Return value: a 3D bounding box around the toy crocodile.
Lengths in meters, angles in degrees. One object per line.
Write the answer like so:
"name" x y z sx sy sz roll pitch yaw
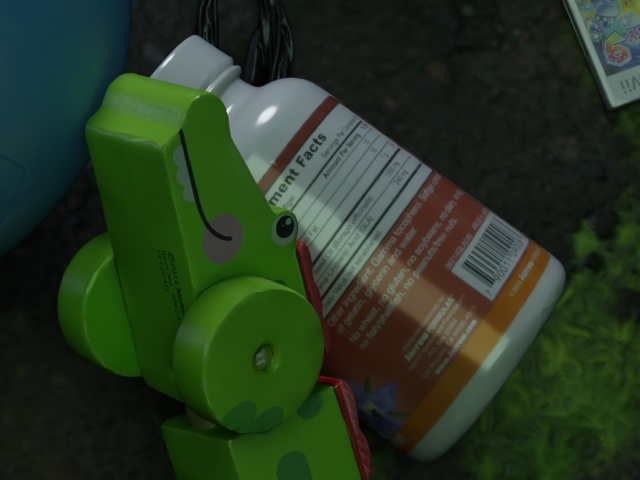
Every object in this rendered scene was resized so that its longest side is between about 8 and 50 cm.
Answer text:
"toy crocodile" -0.027 0.086 0.828 0.105 0.115 0.340 -28 114 -32

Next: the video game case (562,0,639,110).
"video game case" 0.170 -0.139 0.991 0.087 0.011 0.122 -21 84 -8

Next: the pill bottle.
"pill bottle" 0.000 0.000 0.900 0.216 0.121 0.121 36 80 2

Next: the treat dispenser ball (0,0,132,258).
"treat dispenser ball" -0.227 -0.108 0.813 0.288 0.288 0.288 1 81 -5

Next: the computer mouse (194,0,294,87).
"computer mouse" -0.015 -0.176 0.973 0.071 0.041 0.242 17 87 -4
